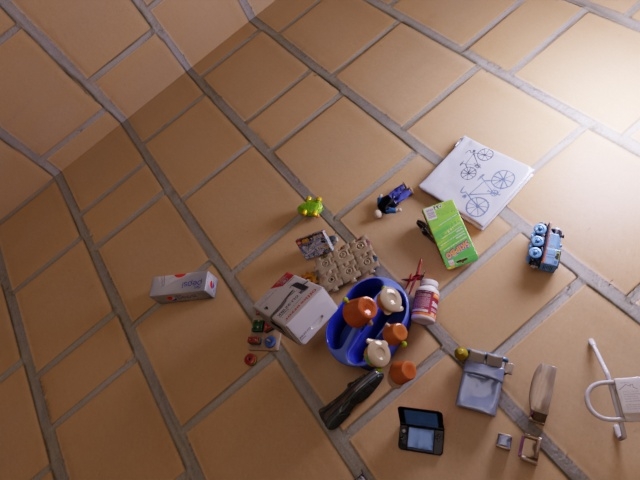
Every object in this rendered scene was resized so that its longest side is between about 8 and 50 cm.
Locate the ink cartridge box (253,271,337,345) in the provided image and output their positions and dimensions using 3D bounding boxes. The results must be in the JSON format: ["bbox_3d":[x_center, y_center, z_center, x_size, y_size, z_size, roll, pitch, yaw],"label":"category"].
[{"bbox_3d":[-0.096,0.246,1.831,0.197,0.114,0.273,-45,30,-18],"label":"ink cartridge box"}]

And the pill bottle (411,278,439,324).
[{"bbox_3d":[0.377,0.219,1.772,0.086,0.086,0.152,4,65,24],"label":"pill bottle"}]

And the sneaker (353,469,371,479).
[{"bbox_3d":[0.118,0.774,1.598,0.098,0.038,0.069,11,65,16],"label":"sneaker"}]

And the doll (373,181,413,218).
[{"bbox_3d":[0.294,-0.158,2.041,0.189,0.046,0.129,-39,54,-3],"label":"doll"}]

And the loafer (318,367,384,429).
[{"bbox_3d":[0.100,0.529,1.710,0.267,0.096,0.084,-45,50,-4],"label":"loafer"}]

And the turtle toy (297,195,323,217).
[{"bbox_3d":[-0.044,-0.138,2.154,0.130,0.066,0.095,6,65,25],"label":"turtle toy"}]

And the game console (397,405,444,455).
[{"bbox_3d":[0.317,0.607,1.580,0.144,0.085,0.124,0,62,23],"label":"game console"}]

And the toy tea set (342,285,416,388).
[{"bbox_3d":[0.188,0.321,1.625,0.124,0.200,0.336,-39,58,54],"label":"toy tea set"}]

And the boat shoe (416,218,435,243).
[{"bbox_3d":[0.414,-0.034,1.926,0.038,0.046,0.125,-41,64,-9],"label":"boat shoe"}]

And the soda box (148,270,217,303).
[{"bbox_3d":[-0.600,0.206,2.170,0.286,0.091,0.098,-7,60,18],"label":"soda box"}]

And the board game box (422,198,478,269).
[{"bbox_3d":[0.487,-0.022,1.864,0.124,0.039,0.259,-19,66,3],"label":"board game box"}]

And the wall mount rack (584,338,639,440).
[{"bbox_3d":[0.934,0.408,1.426,0.350,0.130,0.304,-10,63,17],"label":"wall mount rack"}]

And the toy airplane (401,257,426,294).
[{"bbox_3d":[0.342,0.142,1.821,0.028,0.151,0.151,27,70,-13],"label":"toy airplane"}]

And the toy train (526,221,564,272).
[{"bbox_3d":[0.785,0.021,1.728,0.105,0.080,0.184,14,66,18],"label":"toy train"}]

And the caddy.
[{"bbox_3d":[0.173,0.294,1.757,0.241,0.179,0.341,28,76,33],"label":"caddy"}]

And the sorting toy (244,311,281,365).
[{"bbox_3d":[-0.221,0.357,1.961,0.132,0.046,0.274,-3,61,20],"label":"sorting toy"}]

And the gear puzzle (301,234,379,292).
[{"bbox_3d":[0.068,0.121,1.984,0.339,0.044,0.175,-27,57,9],"label":"gear puzzle"}]

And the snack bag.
[{"bbox_3d":[0.604,-0.237,1.967,0.323,0.037,0.342,-47,57,-8],"label":"snack bag"}]

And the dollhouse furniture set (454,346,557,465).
[{"bbox_3d":[0.526,0.476,1.501,0.303,0.198,0.286,11,67,27],"label":"dollhouse furniture set"}]

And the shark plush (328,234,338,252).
[{"bbox_3d":[0.000,0.000,2.058,0.161,0.067,0.073,6,65,25],"label":"shark plush"}]

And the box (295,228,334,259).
[{"bbox_3d":[-0.023,0.017,2.027,0.137,0.094,0.027,-19,20,28],"label":"box"}]
